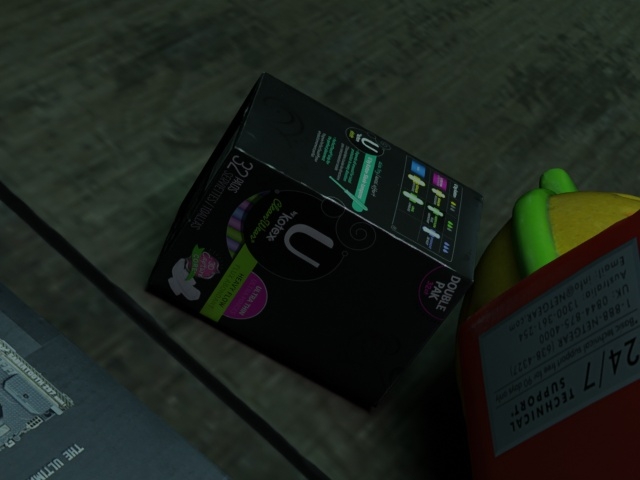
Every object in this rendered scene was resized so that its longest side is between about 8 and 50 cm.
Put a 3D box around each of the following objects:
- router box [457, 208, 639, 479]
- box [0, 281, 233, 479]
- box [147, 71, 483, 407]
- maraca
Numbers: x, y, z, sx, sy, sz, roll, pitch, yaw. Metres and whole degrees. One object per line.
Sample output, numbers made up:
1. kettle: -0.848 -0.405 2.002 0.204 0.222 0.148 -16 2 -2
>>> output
1. router box: 0.202 0.167 0.375 0.335 0.082 0.301 12 59 -30
2. box: -0.149 0.059 0.301 0.183 0.059 0.233 38 34 9
3. box: 0.000 0.000 0.501 0.083 0.062 0.052 29 33 -10
4. maraca: 0.097 0.036 0.514 0.127 0.099 0.185 62 16 -9
